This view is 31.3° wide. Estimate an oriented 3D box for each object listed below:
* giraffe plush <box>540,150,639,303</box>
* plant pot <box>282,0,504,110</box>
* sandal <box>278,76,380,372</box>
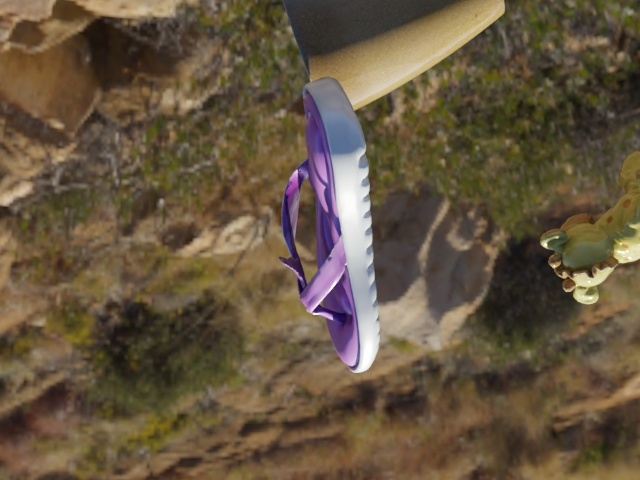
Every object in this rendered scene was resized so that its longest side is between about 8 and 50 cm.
[{"bbox_3d":[0.394,0.001,1.540,0.170,0.181,0.210,-29,180,19],"label":"giraffe plush"},{"bbox_3d":[0.092,-0.300,1.436,0.254,0.237,0.237,-18,143,5],"label":"plant pot"},{"bbox_3d":[-0.004,-0.009,1.330,0.102,0.169,0.416,-13,131,-9],"label":"sandal"}]
